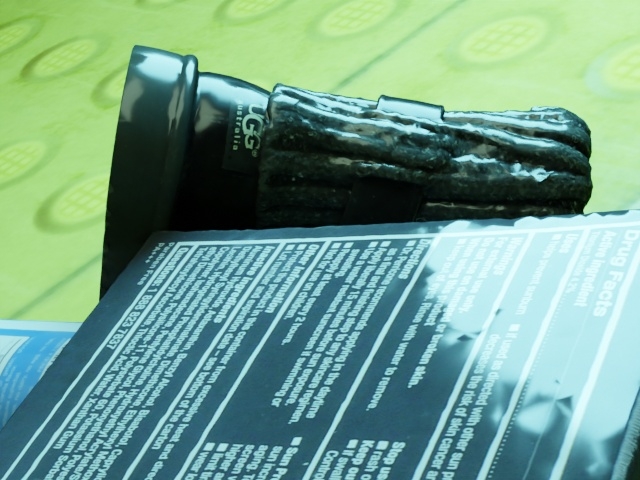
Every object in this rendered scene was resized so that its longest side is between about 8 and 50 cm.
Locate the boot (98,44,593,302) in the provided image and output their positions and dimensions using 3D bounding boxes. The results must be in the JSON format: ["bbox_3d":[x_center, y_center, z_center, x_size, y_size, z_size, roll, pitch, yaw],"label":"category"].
[{"bbox_3d":[0.000,0.004,0.859,0.260,0.348,0.131,8,75,-7],"label":"boot"}]

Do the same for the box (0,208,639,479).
[{"bbox_3d":[0.012,0.145,0.592,0.294,0.182,0.296,-3,37,32],"label":"box"}]

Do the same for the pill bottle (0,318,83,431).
[{"bbox_3d":[-0.180,0.108,0.838,0.222,0.124,0.124,0,37,34],"label":"pill bottle"}]
